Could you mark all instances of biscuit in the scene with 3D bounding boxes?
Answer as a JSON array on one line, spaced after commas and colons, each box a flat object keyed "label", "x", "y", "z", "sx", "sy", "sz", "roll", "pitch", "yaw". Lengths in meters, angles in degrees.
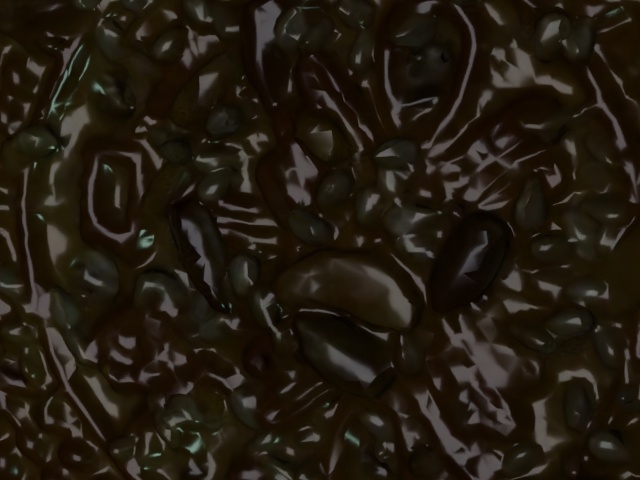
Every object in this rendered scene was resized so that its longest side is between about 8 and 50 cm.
[{"label": "biscuit", "x": 0.000, "y": 0.000, "z": 0.378, "sx": 0.305, "sy": 0.038, "sz": 0.305, "roll": 4, "pitch": 101, "yaw": 22}]
